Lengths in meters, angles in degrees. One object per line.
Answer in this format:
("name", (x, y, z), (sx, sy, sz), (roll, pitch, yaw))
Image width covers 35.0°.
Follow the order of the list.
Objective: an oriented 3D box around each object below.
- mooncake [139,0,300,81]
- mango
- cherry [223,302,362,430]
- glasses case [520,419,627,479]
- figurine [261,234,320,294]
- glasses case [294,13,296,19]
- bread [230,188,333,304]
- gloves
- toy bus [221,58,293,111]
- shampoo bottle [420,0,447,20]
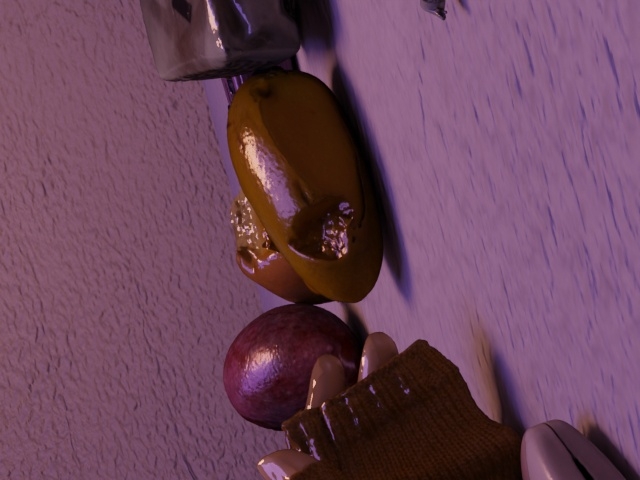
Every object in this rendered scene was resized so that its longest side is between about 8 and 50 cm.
("mooncake", (-0.109, -0.302, 1.096), (0.254, 0.136, 0.250), (0, 99, 63))
("mango", (-0.014, -0.058, 1.053), (0.167, 0.130, 0.262), (90, 159, -60))
("cherry", (-0.028, 0.171, 1.376), (0.250, 0.192, 0.175), (135, 154, -65))
("glasses case", (0.163, 0.179, 0.557), (0.204, 0.051, 0.081), (-119, 18, -60))
("figurine", (0.003, 0.003, 1.216), (0.122, 0.121, 0.176), (30, 152, 34))
("glasses case", (-0.065, -0.305, 1.211), (0.067, 0.045, 0.178), (113, 142, -74))
("bread", (-0.056, -0.004, 1.397), (0.251, 0.133, 0.174), (90, 164, -63))
("gloves", (0.074, 0.234, 0.745), (0.356, 0.203, 0.155), (65, 145, 25))
("toy bus", (-0.082, -0.219, 1.315), (0.108, 0.096, 0.198), (-135, 29, -71))
("shampoo bottle", (0.067, -0.191, 0.592), (0.141, 0.034, 0.049), (85, 160, -53))
